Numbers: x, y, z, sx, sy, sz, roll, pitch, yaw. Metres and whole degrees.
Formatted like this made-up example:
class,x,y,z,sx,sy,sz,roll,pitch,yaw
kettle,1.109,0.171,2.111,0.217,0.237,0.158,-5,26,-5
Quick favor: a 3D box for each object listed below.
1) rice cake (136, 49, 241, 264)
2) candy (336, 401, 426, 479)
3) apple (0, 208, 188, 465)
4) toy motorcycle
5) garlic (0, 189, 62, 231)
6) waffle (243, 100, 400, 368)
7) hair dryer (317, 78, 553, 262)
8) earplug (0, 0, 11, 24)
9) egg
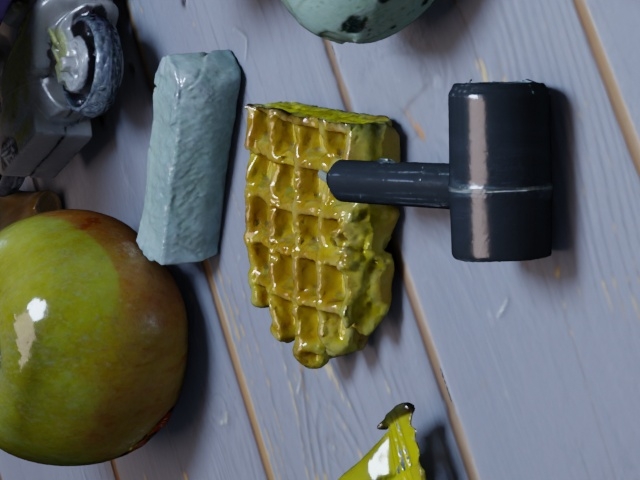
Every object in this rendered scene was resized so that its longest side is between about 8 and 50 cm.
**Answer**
class,x,y,z,sx,sy,sz,roll,pitch,yaw
rice cake,-0.119,-0.069,1.706,0.063,0.069,0.206,38,124,48
candy,0.016,0.258,1.538,0.297,0.081,0.187,-42,62,51
apple,-0.237,0.092,1.799,0.261,0.194,0.261,8,100,55
toy motorcycle,-0.278,-0.180,1.897,0.340,0.108,0.223,-35,59,55
garlic,-0.316,-0.016,2.031,0.152,0.066,0.084,9,75,53
waffle,0.000,0.000,1.544,0.160,0.055,0.211,14,106,55
hair dryer,0.074,-0.051,1.383,0.219,0.071,0.124,2,96,47
earplug,-0.364,-0.286,1.793,0.215,0.215,0.456,-15,46,57
egg,0.037,-0.211,1.388,0.164,0.131,0.131,-24,75,49
